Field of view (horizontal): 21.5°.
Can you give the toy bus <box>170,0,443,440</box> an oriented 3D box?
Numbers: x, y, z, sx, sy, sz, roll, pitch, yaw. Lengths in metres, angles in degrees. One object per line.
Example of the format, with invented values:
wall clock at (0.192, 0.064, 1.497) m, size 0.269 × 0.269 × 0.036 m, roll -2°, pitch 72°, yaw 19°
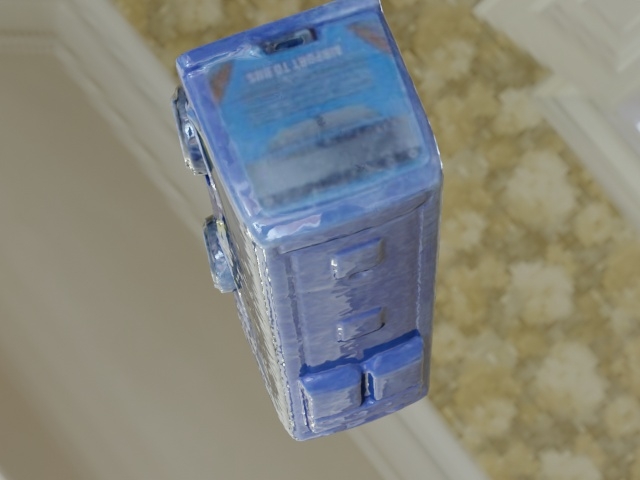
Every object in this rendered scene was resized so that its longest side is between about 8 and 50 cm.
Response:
toy bus at (-0.002, 0.002, 0.608) m, size 0.236 × 0.079 × 0.094 m, roll 83°, pitch 173°, yaw -67°
